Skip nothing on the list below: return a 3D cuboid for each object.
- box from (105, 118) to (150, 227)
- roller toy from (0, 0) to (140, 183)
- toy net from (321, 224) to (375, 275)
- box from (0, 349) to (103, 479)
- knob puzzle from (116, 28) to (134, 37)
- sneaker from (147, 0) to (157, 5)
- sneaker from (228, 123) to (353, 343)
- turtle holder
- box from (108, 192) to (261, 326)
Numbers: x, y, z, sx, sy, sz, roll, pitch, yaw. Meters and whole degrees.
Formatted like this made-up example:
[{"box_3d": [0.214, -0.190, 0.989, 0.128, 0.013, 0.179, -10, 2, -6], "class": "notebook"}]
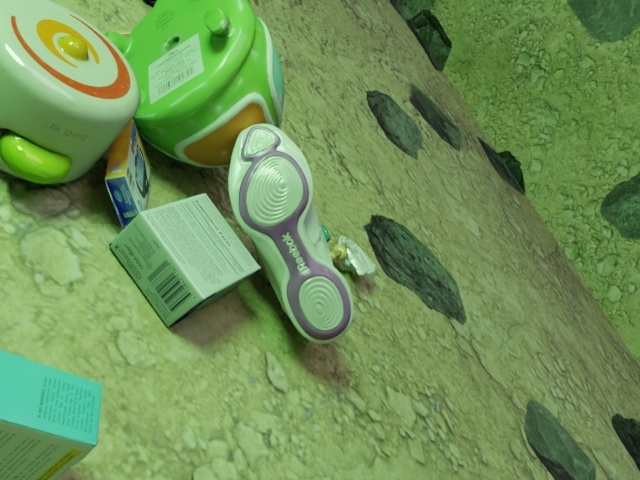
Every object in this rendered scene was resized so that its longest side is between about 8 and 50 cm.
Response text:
[{"box_3d": [-0.240, -0.080, 0.858, 0.136, 0.028, 0.081, -102, -178, -45], "class": "box"}, {"box_3d": [-0.316, -0.178, 0.784, 0.209, 0.146, 0.191, 49, 26, -1], "class": "roller toy"}, {"box_3d": [0.000, 0.000, 1.154, 0.232, 0.045, 0.122, 30, 31, -38], "class": "toy net"}, {"box_3d": [-0.293, 0.115, 0.494, 0.244, 0.100, 0.060, 31, 31, -34], "class": "box"}, {"box_3d": [-0.256, -0.294, 1.154, 0.213, 0.030, 0.213, 36, 30, -24], "class": "knob puzzle"}, {"box_3d": [-0.309, -0.513, 1.281, 0.283, 0.107, 0.124, 46, 33, -7], "class": "sneaker"}, {"box_3d": [-0.054, -0.006, 0.945, 0.152, 0.114, 0.305, 176, -105, -78], "class": "sneaker"}, {"box_3d": [-0.183, -0.242, 1.015, 0.320, 0.243, 0.227, 36, -7, 43], "class": "turtle holder"}, {"box_3d": [-0.163, 0.020, 0.843, 0.126, 0.072, 0.137, 53, 28, 4], "class": "box"}]
